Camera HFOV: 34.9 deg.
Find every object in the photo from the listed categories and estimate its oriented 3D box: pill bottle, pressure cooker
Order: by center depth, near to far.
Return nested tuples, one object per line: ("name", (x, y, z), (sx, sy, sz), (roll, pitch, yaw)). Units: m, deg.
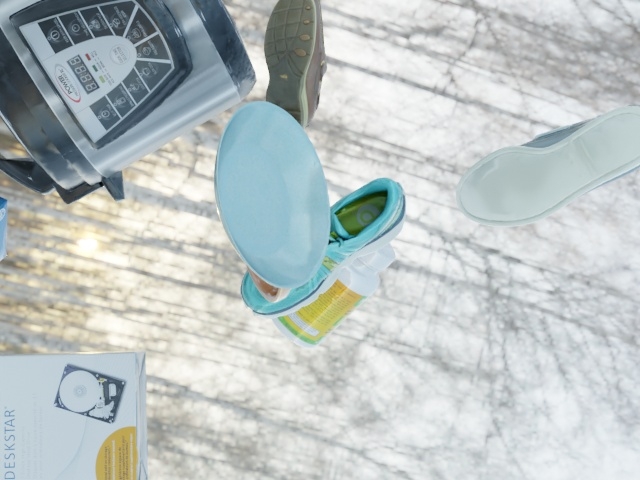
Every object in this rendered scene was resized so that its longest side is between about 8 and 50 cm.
("pressure cooker", (-0.347, -0.275, 1.507), (0.369, 0.421, 0.375), (59, -3, 25))
("pill bottle", (0.024, 0.079, 1.934), (0.245, 0.136, 0.136), (-45, -150, 21))

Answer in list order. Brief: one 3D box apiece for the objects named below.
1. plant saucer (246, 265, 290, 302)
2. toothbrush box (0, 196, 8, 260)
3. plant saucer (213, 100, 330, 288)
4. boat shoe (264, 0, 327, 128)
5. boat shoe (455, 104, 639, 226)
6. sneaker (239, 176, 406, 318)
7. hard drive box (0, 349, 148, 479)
("plant saucer", (-0.066, -0.027, 1.208), (0.200, 0.037, 0.199), (164, -90, -72))
("toothbrush box", (-0.627, 0.014, 1.455), (0.295, 0.216, 0.126), (-52, 165, -47))
("plant saucer", (-0.057, -0.044, 1.046), (0.038, 0.195, 0.194), (-11, -120, 32))
("boat shoe", (-0.025, -0.208, 1.172), (0.060, 0.064, 0.177), (-41, 146, -46))
("boat shoe", (0.343, -0.104, 1.453), (0.320, 0.099, 0.116), (-24, -94, 36))
("sneaker", (0.000, 0.000, 1.413), (0.275, 0.107, 0.110), (-38, 165, -7))
("hard drive box", (-0.348, 0.237, 1.330), (0.089, 0.232, 0.181), (100, -13, -85))
